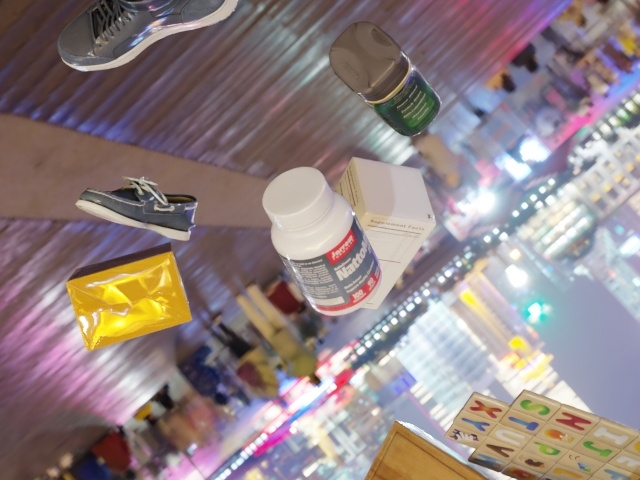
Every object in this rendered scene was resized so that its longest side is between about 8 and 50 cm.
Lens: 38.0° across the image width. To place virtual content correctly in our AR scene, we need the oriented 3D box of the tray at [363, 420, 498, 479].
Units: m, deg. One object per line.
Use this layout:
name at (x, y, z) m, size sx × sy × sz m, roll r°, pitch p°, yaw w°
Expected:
tray at (0.236, 0.476, 1.468) m, size 0.076 × 0.411 × 0.203 m, roll 26°, pitch 91°, yaw -49°

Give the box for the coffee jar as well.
coffee jar at (0.082, -0.200, 1.160) m, size 0.079 × 0.096 × 0.184 m, roll -46°, pitch 157°, yaw 8°

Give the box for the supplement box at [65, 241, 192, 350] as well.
supplement box at (-0.345, 0.097, 1.697) m, size 0.191 × 0.129 × 0.194 m, roll -16°, pitch -172°, yaw -8°

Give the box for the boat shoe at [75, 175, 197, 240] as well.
boat shoe at (-0.273, -0.056, 1.432) m, size 0.254 × 0.095 × 0.079 m, roll 17°, pitch 94°, yaw -58°

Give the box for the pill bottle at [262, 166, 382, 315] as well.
pill bottle at (0.000, 0.000, 1.152) m, size 0.108 × 0.108 × 0.180 m, roll -40°, pitch 133°, yaw -11°

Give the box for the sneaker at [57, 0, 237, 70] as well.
sneaker at (-0.223, -0.263, 0.999) m, size 0.226 × 0.086 × 0.163 m, roll -19°, pitch 167°, yaw 18°

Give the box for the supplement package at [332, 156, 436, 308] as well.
supplement package at (0.079, -0.008, 1.631) m, size 0.139 × 0.134 × 0.244 m, roll 9°, pitch 136°, yaw -23°

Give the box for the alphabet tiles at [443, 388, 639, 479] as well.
alphabet tiles at (0.370, 0.325, 1.410) m, size 0.285 × 0.342 × 0.011 m, roll 106°, pitch 5°, yaw -56°
